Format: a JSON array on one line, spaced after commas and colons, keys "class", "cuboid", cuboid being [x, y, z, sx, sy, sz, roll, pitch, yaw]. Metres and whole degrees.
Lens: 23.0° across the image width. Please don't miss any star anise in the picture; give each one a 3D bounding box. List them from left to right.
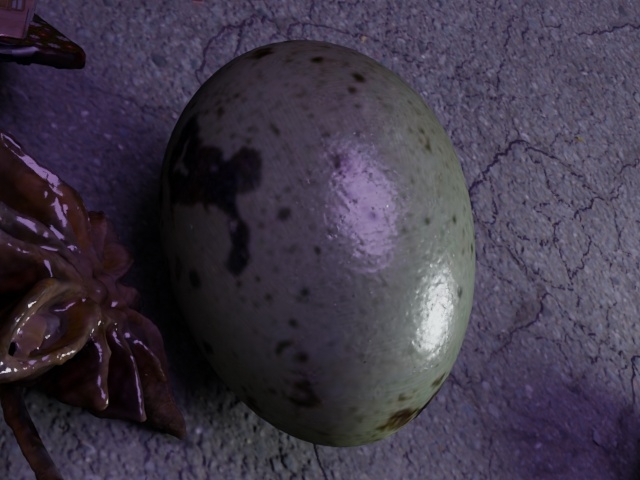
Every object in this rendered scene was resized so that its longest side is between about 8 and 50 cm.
[{"class": "star anise", "cuboid": [-0.218, 0.067, 1.314, 0.292, 0.109, 0.349, 6, 57, -60]}]

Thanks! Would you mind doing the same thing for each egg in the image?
[{"class": "egg", "cuboid": [0.000, 0.000, 1.437, 0.287, 0.287, 0.379, -8, 78, -42]}]

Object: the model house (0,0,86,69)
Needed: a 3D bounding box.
[{"class": "model house", "cuboid": [-0.352, -0.263, 1.367, 0.294, 0.154, 0.207, 4, 22, -37]}]
